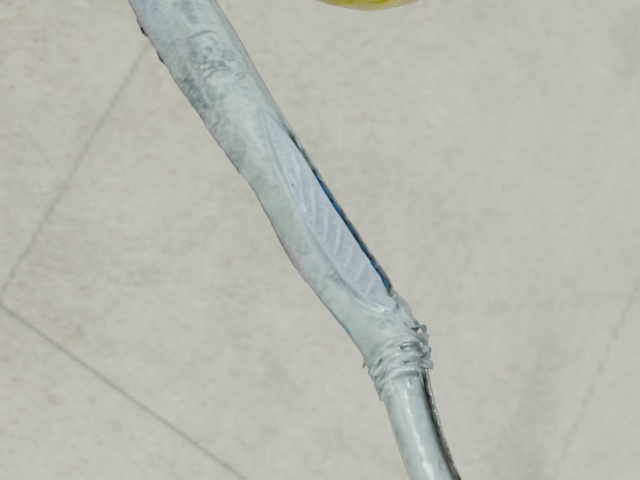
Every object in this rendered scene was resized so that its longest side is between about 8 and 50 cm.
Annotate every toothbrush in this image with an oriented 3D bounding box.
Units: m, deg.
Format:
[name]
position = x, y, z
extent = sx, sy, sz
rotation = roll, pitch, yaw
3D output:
[toothbrush]
position = 0.000, 0.000, 0.530
extent = 0.035, 0.413, 0.042
rotation = 5, 134, -46

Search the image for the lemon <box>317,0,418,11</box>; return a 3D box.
[lemon]
position = 0.041, -0.255, 1.102
extent = 0.207, 0.170, 0.170
rotation = -73, 144, -57
